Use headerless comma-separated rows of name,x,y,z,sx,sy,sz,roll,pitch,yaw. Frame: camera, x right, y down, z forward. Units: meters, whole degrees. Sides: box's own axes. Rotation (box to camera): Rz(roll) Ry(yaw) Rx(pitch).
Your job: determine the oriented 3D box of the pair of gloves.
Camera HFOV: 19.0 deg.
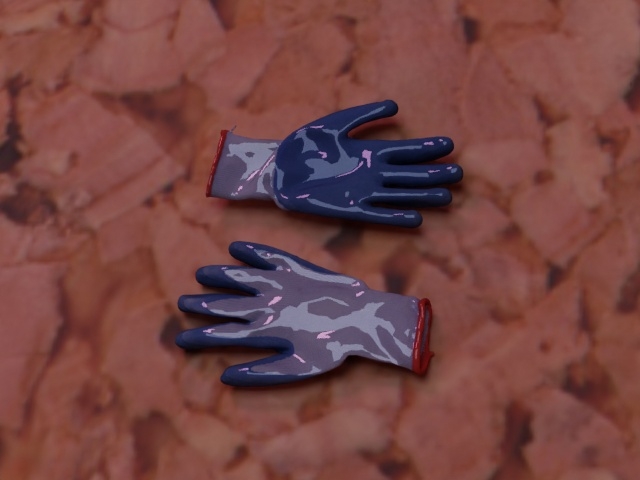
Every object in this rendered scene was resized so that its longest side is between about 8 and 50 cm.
pair of gloves,0.000,0.000,1.146,0.159,0.023,0.198,5,62,12
